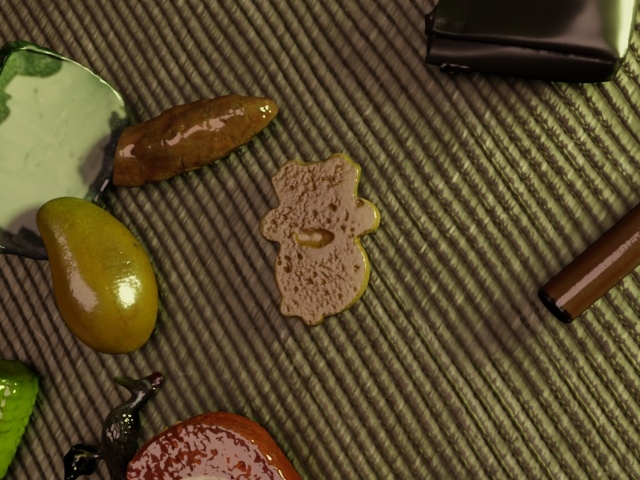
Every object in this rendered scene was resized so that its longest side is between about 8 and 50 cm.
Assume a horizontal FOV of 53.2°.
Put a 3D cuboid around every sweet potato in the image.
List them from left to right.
[{"bbox_3d":[-0.178,-0.142,0.873,0.251,0.097,0.097,-19,79,11],"label":"sweet potato"}]

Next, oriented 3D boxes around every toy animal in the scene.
[{"bbox_3d":[-0.274,0.265,0.869,0.105,0.070,0.202,30,85,3],"label":"toy animal"}]

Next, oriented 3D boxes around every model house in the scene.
[{"bbox_3d":[-0.455,-0.152,0.918,0.300,0.190,0.272,27,95,37],"label":"model house"}]

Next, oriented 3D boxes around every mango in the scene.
[{"bbox_3d":[-0.294,0.044,0.852,0.099,0.136,0.228,-23,95,48],"label":"mango"}]

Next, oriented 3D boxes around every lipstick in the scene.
[{"bbox_3d":[0.408,-0.035,0.753,0.356,0.057,0.057,-41,77,5],"label":"lipstick"}]

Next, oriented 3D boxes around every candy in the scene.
[{"bbox_3d":[-0.461,0.271,0.885,0.096,0.097,0.210,15,89,14],"label":"candy"}]

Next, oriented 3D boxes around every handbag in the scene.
[{"bbox_3d":[0.264,-0.344,0.796,0.256,0.113,0.286,7,92,19],"label":"handbag"}]

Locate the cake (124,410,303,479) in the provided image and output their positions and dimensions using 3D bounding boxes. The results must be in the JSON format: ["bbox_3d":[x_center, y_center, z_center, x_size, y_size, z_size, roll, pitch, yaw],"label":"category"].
[{"bbox_3d":[-0.099,0.335,0.773,0.177,0.151,0.283,-33,77,-6],"label":"cake"}]

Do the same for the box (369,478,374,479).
[{"bbox_3d":[0.074,0.316,0.766,0.053,0.083,0.024,28,85,15],"label":"box"}]

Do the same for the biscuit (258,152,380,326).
[{"bbox_3d":[0.000,0.000,0.848,0.165,0.036,0.226,-7,84,12],"label":"biscuit"}]
